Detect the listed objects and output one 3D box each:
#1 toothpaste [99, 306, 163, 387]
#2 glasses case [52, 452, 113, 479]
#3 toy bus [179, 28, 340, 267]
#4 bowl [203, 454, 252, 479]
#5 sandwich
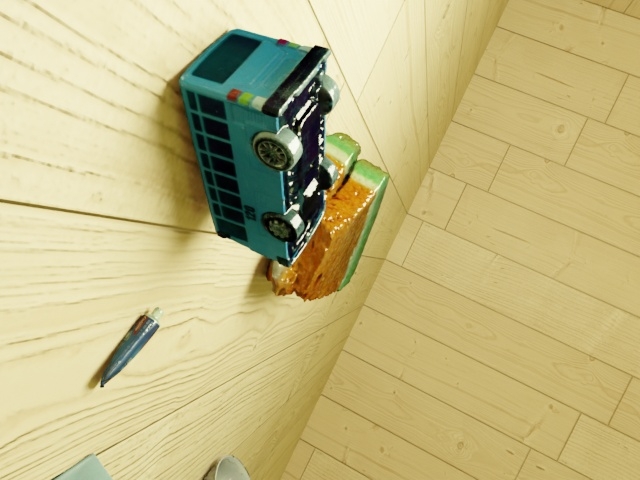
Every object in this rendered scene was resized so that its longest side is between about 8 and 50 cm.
[{"bbox_3d":[-0.170,0.095,0.477,0.083,0.019,0.027,-57,-170,-28],"label":"toothpaste"},{"bbox_3d":[-0.254,0.273,0.395,0.105,0.056,0.266,-67,168,10],"label":"glasses case"},{"bbox_3d":[-0.047,-0.070,0.449,0.184,0.106,0.090,91,23,-51],"label":"toy bus"},{"bbox_3d":[-0.193,0.526,1.035,0.086,0.189,0.189,-23,171,7],"label":"bowl"},{"bbox_3d":[0.007,-0.012,0.795,0.292,0.109,0.212,-68,168,18],"label":"sandwich"}]
